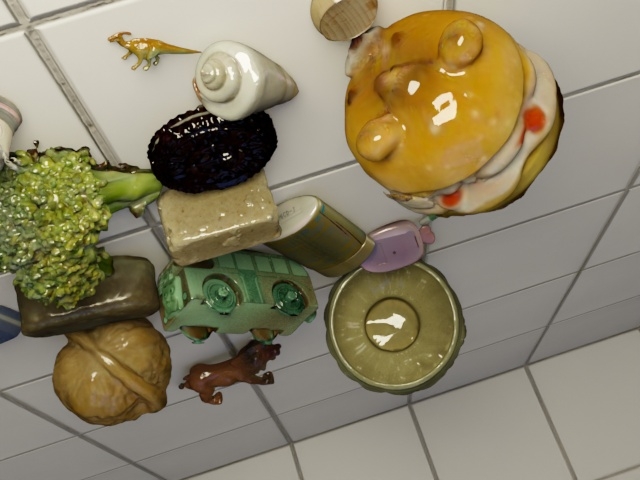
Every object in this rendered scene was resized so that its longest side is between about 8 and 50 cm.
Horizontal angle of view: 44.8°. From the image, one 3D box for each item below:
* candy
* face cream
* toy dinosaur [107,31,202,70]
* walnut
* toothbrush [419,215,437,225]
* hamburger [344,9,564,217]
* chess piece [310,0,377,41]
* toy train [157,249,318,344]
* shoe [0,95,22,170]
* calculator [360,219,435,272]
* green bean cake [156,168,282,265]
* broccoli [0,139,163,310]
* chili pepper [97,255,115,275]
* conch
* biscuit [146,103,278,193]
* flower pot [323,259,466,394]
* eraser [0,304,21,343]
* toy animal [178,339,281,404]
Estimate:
[{"bbox_3d":[-0.396,0.094,1.332,0.233,0.104,0.102,-12,159,-14],"label":"candy"},{"bbox_3d":[0.000,0.000,1.460,0.139,0.067,0.285,-26,154,17],"label":"face cream"},{"bbox_3d":[-0.197,-0.220,0.918,0.113,0.026,0.041,8,128,-29],"label":"toy dinosaur"},{"bbox_3d":[-0.400,0.247,1.501,0.224,0.257,0.257,-48,161,-16],"label":"walnut"},{"bbox_3d":[0.296,-0.095,1.533,0.257,0.024,0.018,-34,151,32],"label":"toothbrush"},{"bbox_3d":[0.147,-0.169,0.998,0.276,0.276,0.236,-33,151,27],"label":"hamburger"},{"bbox_3d":[0.029,-0.282,0.944,0.083,0.038,0.084,-15,152,-8],"label":"chess piece"},{"bbox_3d":[-0.151,0.102,1.461,0.326,0.159,0.129,7,142,-38],"label":"toy train"},{"bbox_3d":[-0.438,-0.106,0.906,0.180,0.092,0.089,-12,155,-15],"label":"shoe"},{"bbox_3d":[0.153,0.013,1.581,0.165,0.024,0.103,-20,114,5],"label":"calculator"},{"bbox_3d":[-0.159,-0.040,1.217,0.179,0.109,0.085,-15,155,-8],"label":"green bean cake"},{"bbox_3d":[-0.333,-0.011,1.068,0.272,0.180,0.242,-2,149,-33],"label":"broccoli"},{"bbox_3d":[-0.418,0.021,1.227,0.050,0.052,0.201,0,172,38],"label":"chili pepper"},{"bbox_3d":[-0.097,-0.204,0.992,0.104,0.094,0.176,-48,173,28],"label":"conch"},{"bbox_3d":[-0.151,-0.129,1.105,0.194,0.053,0.194,-15,156,-7],"label":"biscuit"},{"bbox_3d":[0.162,0.184,1.712,0.307,0.308,0.244,-20,171,2],"label":"flower pot"},{"bbox_3d":[-0.650,0.181,1.407,0.225,0.036,0.082,-22,153,8],"label":"eraser"},{"bbox_3d":[-0.236,0.327,1.954,0.312,0.097,0.158,-19,143,5],"label":"toy animal"}]
